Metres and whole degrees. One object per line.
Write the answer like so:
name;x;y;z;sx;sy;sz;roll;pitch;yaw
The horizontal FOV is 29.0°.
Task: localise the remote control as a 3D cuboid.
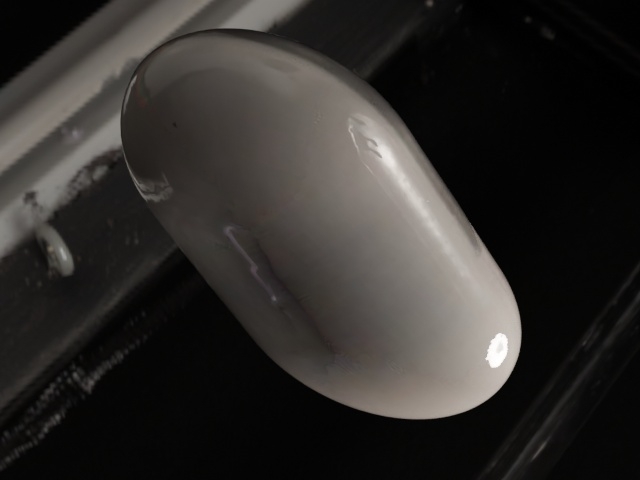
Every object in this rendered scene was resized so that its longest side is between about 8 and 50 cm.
remote control;0.000;0.000;0.815;0.221;0.332;0.103;-10;-141;41
